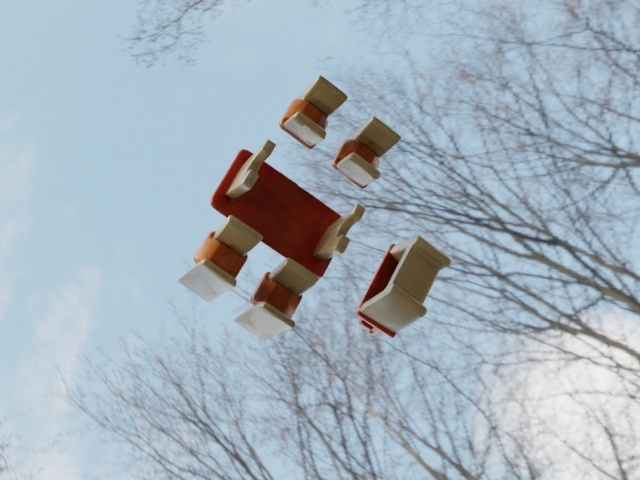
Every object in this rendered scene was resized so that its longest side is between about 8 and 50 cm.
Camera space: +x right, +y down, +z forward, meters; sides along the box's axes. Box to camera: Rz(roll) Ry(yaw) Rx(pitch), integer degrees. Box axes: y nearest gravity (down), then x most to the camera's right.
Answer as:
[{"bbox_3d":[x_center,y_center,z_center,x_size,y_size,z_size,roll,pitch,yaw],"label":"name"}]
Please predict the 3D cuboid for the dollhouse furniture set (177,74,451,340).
[{"bbox_3d":[0.000,0.000,1.161,0.259,0.135,0.262,35,-117,-12],"label":"dollhouse furniture set"}]
